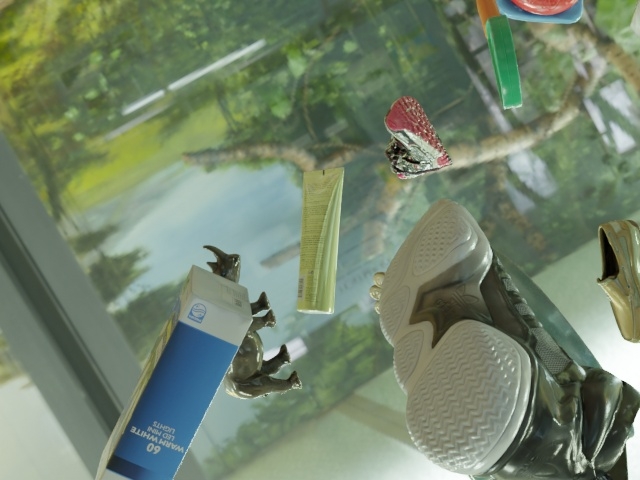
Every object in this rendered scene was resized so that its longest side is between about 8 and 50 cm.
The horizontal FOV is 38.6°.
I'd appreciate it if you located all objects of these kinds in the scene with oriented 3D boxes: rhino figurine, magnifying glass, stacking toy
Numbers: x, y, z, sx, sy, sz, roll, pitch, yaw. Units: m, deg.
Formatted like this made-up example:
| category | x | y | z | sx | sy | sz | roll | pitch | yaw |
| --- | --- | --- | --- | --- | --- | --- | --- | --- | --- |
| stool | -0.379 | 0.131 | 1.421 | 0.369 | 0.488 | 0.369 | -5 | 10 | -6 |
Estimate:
| category | x | y | z | sx | sy | sz | roll | pitch | yaw |
| --- | --- | --- | --- | --- | --- | --- | --- | --- | --- |
| rhino figurine | -0.116 | 0.116 | 1.273 | 0.106 | 0.243 | 0.073 | -22 | -162 | -5 |
| magnifying glass | 0.187 | -0.214 | 0.972 | 0.026 | 0.092 | 0.231 | -10 | -148 | 11 |
| stacking toy | 0.389 | -0.467 | 1.425 | 0.166 | 0.175 | 0.302 | 3 | 175 | -10 |

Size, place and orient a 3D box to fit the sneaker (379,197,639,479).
| category | x | y | z | sx | sy | sz | roll | pitch | yaw |
| --- | --- | --- | --- | --- | --- | --- | --- | --- | --- |
| sneaker | 0.131 | 0.080 | 0.648 | 0.101 | 0.153 | 0.268 | -52 | -160 | 25 |

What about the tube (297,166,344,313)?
| category | x | y | z | sx | sy | sz | roll | pitch | yaw |
| --- | --- | --- | --- | --- | --- | --- | --- | --- | --- |
| tube | 0.000 | 0.000 | 1.504 | 0.070 | 0.240 | 0.062 | 2 | 172 | 2 |

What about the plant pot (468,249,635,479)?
| category | x | y | z | sx | sy | sz | roll | pitch | yaw |
| --- | --- | --- | --- | --- | --- | --- | --- | --- | --- |
| plant pot | 0.225 | 0.185 | 1.170 | 0.196 | 0.293 | 0.293 | -35 | -175 | -1 |

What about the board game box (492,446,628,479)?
| category | x | y | z | sx | sy | sz | roll | pitch | yaw |
| --- | --- | --- | --- | --- | --- | --- | --- | --- | --- |
| board game box | 0.231 | 0.215 | 0.878 | 0.186 | 0.126 | 0.026 | -70 | 171 | -49 |

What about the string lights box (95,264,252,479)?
| category | x | y | z | sx | sy | sz | roll | pitch | yaw |
| --- | --- | --- | --- | --- | --- | --- | --- | --- | --- |
| string lights box | -0.167 | 0.170 | 1.040 | 0.260 | 0.077 | 0.133 | -63 | -168 | 7 |

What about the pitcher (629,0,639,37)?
| category | x | y | z | sx | sy | sz | roll | pitch | yaw |
| --- | --- | --- | --- | --- | --- | --- | --- | --- | --- |
| pitcher | 0.570 | -0.337 | 1.329 | 0.178 | 0.207 | 0.125 | 50 | 59 | -74 |

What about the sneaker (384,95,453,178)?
| category | x | y | z | sx | sy | sz | roll | pitch | yaw |
| --- | --- | --- | --- | --- | --- | --- | --- | --- | --- |
| sneaker | 0.170 | -0.176 | 1.727 | 0.112 | 0.121 | 0.299 | -28 | 163 | 10 |

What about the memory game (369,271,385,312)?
| category | x | y | z | sx | sy | sz | roll | pitch | yaw |
| --- | --- | --- | --- | --- | --- | --- | --- | --- | --- |
| memory game | 0.177 | 0.115 | 1.684 | 0.186 | 0.186 | 0.012 | -26 | -155 | 42 |

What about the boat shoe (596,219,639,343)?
| category | x | y | z | sx | sy | sz | roll | pitch | yaw |
| --- | --- | --- | --- | --- | --- | --- | --- | --- | --- |
| boat shoe | 0.452 | 0.065 | 1.390 | 0.072 | 0.190 | 0.068 | -4 | 172 | -23 |
